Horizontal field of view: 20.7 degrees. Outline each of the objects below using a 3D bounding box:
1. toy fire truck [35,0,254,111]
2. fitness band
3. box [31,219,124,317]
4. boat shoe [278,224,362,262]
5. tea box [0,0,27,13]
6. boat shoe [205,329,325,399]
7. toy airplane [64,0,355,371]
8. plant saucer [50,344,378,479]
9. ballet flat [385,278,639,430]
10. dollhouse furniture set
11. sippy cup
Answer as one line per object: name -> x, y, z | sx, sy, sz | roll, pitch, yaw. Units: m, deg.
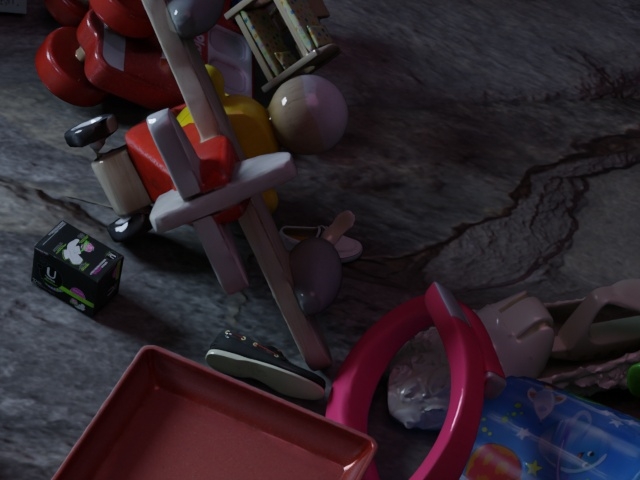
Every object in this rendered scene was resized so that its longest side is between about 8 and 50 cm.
toy fire truck -> -0.192, -0.265, 2.131 | 0.254, 0.169, 0.302 | 23, 43, -26
fitness band -> 0.089, 0.163, 1.740 | 0.054, 0.209, 0.291 | 29, 20, -22
box -> -0.261, 0.031, 1.889 | 0.083, 0.062, 0.052 | 30, 47, 15
boat shoe -> 0.000, 0.000, 1.997 | 0.100, 0.035, 0.035 | 8, 47, -5
tea box -> -0.527, -0.465, 2.170 | 0.329, 0.220, 0.323 | 0, 49, -13
boat shoe -> -0.054, 0.130, 1.856 | 0.133, 0.049, 0.042 | 19, 55, 10
toy airplane -> -0.087, -0.094, 1.821 | 0.272, 0.386, 0.384 | -26, 60, -14
plant saucer -> -0.111, 0.244, 1.659 | 0.259, 0.048, 0.258 | 22, 48, 11
ballet flat -> 0.260, 0.102, 1.902 | 0.409, 0.147, 0.147 | -9, 51, -19
dollhouse furniture set -> 0.001, -0.228, 2.146 | 0.161, 0.101, 0.182 | -16, 76, -57
sippy cup -> 0.244, 0.251, 1.715 | 0.224, 0.240, 0.305 | 30, 22, 28
